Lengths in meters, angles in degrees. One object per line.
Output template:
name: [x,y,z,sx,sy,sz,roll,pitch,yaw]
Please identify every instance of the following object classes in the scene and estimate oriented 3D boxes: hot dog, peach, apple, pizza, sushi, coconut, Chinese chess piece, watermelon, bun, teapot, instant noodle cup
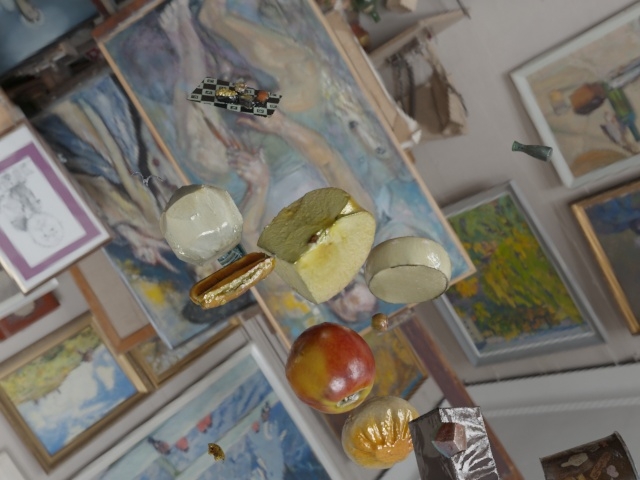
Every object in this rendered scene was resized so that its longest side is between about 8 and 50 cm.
hot dog: [-0.235,0.108,1.855,0.269,0.072,0.115,-29,-156,-29]
peach: [0.025,0.359,1.922,0.281,0.281,0.238,-35,149,-35]
apple: [0.000,0.000,2.050,0.309,0.314,0.252,-45,178,-20]
pizza: [-0.286,0.581,1.829,0.037,0.016,0.083,-51,-135,-9]
sushi: [-0.274,-0.487,2.194,0.192,0.280,0.043,-71,175,-52]
coconut: [-0.375,-0.060,2.063,0.245,0.247,0.245,-36,176,-3]
Chinese chess piece: [0.336,0.121,2.584,0.338,0.338,0.140,-26,-133,36]
apple: [0.235,0.331,2.676,0.071,0.083,0.084,-2,-168,10]
watermelon: [0.331,0.507,1.716,0.093,0.072,0.084,-5,-128,3]
bun: [0.224,0.696,2.353,0.299,0.298,0.165,-31,-149,-4]
teapot: [0.582,-0.249,1.845,0.111,0.042,0.043,20,-142,31]
instant noodle cup: [0.667,0.599,1.646,0.208,0.217,0.217,-17,-171,10]

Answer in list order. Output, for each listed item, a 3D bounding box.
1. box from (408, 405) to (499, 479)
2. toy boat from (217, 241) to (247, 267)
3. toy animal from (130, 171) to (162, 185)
box: [0.385,0.622,1.926,0.153,0.252,0.188,1,152,-25]
toy boat: [-0.369,0.034,2.634,0.114,0.296,0.122,-40,169,15]
toy animal: [-0.465,-0.162,1.781,0.084,0.028,0.050,9,157,-17]
